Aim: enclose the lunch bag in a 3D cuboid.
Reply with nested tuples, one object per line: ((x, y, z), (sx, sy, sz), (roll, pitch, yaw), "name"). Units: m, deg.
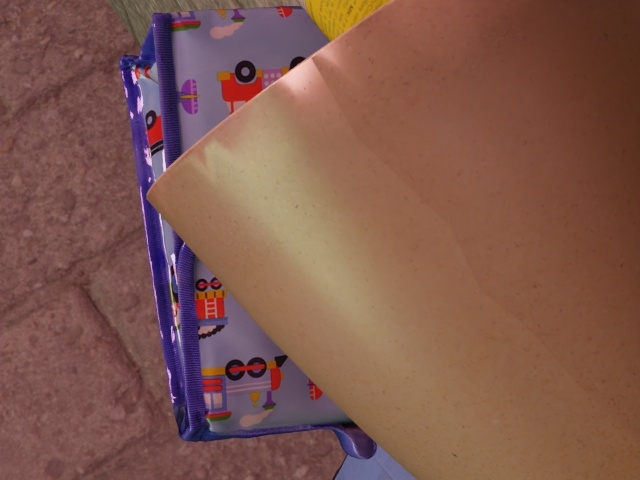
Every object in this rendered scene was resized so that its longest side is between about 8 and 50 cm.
((0.000, 0.000, 0.998), (0.138, 0.221, 0.293), (157, 106, -72), "lunch bag")

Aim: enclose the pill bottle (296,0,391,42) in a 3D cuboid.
((0.066, -0.135, 0.871), (0.208, 0.119, 0.119), (54, 171, 29), "pill bottle")

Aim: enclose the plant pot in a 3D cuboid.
((0.107, 0.025, 0.649), (0.274, 0.256, 0.256), (57, 172, 0), "plant pot")

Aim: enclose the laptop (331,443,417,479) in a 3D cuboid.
((0.079, 0.072, 1.156), (0.408, 0.236, 0.382), (62, 170, -25), "laptop")
